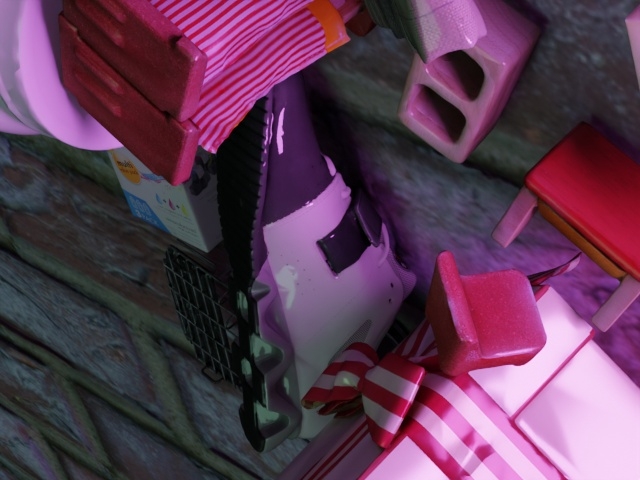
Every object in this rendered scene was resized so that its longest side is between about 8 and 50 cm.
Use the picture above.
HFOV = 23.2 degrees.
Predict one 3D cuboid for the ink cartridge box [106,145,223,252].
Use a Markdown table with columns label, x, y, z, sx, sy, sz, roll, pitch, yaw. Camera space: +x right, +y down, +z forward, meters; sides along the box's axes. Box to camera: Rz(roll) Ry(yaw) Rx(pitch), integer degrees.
| label | x | y | z | sx | sy | sz | roll | pitch | yaw |
| --- | --- | --- | --- | --- | --- | --- | --- | --- | --- |
| ink cartridge box | -0.137 | -0.088 | 1.343 | 0.104 | 0.061 | 0.181 | 24 | 145 | 37 |

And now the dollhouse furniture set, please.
| label | x | y | z | sx | sy | sz | roll | pitch | yaw |
| --- | --- | --- | --- | --- | --- | --- | --- | --- | --- |
| dollhouse furniture set | 0.039 | -0.077 | 0.945 | 0.374 | 0.201 | 0.152 | 41 | 153 | 13 |

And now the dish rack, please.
| label | x | y | z | sx | sy | sz | roll | pitch | yaw |
| --- | --- | --- | --- | --- | --- | --- | --- | --- | --- |
| dish rack | -0.033 | 0.103 | 1.451 | 0.271 | 0.074 | 0.208 | 32 | 149 | 30 |

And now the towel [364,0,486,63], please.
| label | x | y | z | sx | sy | sz | roll | pitch | yaw |
| --- | --- | --- | --- | --- | --- | --- | --- | --- | --- |
| towel | 0.002 | -0.243 | 0.728 | 0.312 | 0.056 | 0.324 | -103 | -9 | -78 |

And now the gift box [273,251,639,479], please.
| label | x | y | z | sx | sy | sz | roll | pitch | yaw |
| --- | --- | --- | --- | --- | --- | --- | --- | --- | --- |
| gift box | 0.126 | 0.162 | 1.109 | 0.258 | 0.276 | 0.255 | 45 | 166 | -6 |

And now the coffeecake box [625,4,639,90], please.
| label | x | y | z | sx | sy | sz | roll | pitch | yaw |
| --- | --- | --- | --- | --- | --- | --- | --- | --- | --- |
| coffeecake box | 0.261 | -0.057 | 0.795 | 0.185 | 0.068 | 0.142 | 21 | 144 | 41 |

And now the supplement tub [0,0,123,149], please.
| label | x | y | z | sx | sy | sz | roll | pitch | yaw |
| --- | --- | --- | --- | --- | --- | --- | --- | --- | --- |
| supplement tub | -0.243 | -0.220 | 1.117 | 0.331 | 0.241 | 0.241 | 28 | 148 | 32 |

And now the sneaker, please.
| label | x | y | z | sx | sy | sz | roll | pitch | yaw |
| --- | --- | --- | --- | --- | --- | --- | --- | --- | --- |
| sneaker | 0.000 | 0.000 | 1.232 | 0.122 | 0.146 | 0.330 | -130 | 34 | -62 |
